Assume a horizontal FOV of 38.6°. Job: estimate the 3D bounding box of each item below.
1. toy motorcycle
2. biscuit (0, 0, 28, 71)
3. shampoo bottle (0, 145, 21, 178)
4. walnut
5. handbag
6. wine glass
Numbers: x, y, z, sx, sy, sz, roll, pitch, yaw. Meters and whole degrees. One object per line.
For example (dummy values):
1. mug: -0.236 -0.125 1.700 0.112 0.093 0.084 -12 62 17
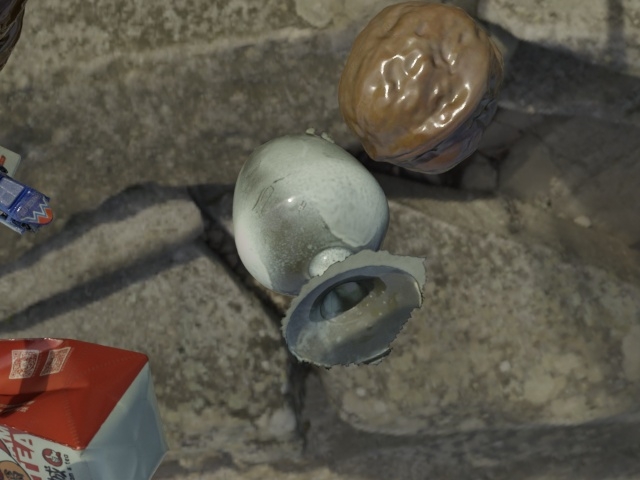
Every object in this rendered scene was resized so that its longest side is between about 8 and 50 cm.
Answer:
1. toy motorcycle: -0.407 -0.079 1.074 0.205 0.076 0.114 40 159 -15
2. biscuit: -0.213 -0.067 0.324 0.314 0.367 0.063 -32 91 -10
3. shampoo bottle: -0.679 -0.168 1.625 0.071 0.153 0.284 -11 142 35
4. walnut: 0.160 -0.236 1.438 0.273 0.227 0.273 -42 148 -33
5. handbag: -0.332 0.196 1.014 0.298 0.151 0.171 11 129 19
6. wine glass: 0.000 0.000 1.271 0.238 0.323 0.238 -14 134 -15
